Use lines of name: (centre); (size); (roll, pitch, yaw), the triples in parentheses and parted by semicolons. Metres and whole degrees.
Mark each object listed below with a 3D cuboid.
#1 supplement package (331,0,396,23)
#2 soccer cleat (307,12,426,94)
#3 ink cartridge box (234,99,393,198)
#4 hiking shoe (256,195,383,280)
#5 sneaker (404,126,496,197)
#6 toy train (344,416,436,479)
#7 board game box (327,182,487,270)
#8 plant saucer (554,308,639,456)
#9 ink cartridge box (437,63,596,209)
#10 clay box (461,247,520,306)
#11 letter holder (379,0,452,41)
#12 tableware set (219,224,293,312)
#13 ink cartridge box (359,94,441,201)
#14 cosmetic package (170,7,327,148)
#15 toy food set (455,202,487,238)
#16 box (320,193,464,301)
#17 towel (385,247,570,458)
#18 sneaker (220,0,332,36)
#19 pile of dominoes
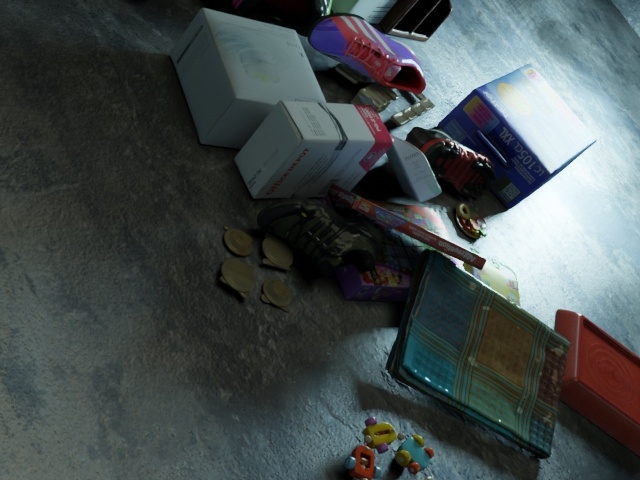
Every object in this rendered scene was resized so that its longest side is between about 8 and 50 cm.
supplement package: (0.102, -0.657, 2.326); (0.149, 0.203, 0.194); (-13, 64, -47)
soccer cleat: (0.110, -0.403, 2.127); (0.318, 0.108, 0.116); (14, 36, -43)
ink cartridge box: (-0.013, -0.164, 1.795); (0.237, 0.172, 0.100); (-4, 57, -44)
hiking shoe: (0.000, 0.000, 1.681); (0.227, 0.086, 0.114); (12, 52, -9)
sneaker: (0.280, -0.178, 2.128); (0.276, 0.097, 0.135); (19, 23, -47)
toy train: (0.105, 0.350, 1.539); (0.166, 0.046, 0.125); (22, 44, -22)
board game box: (0.156, -0.025, 1.775); (0.281, 0.027, 0.145); (25, 2, -20)
plant saucer: (0.598, 0.284, 2.041); (0.258, 0.048, 0.259); (36, 38, -11)
ink cartridge box: (0.461, -0.247, 2.325); (0.270, 0.151, 0.395); (50, 40, 7)
clay box: (0.336, 0.127, 1.941); (0.127, 0.053, 0.222); (27, 41, -21)
letter holder: (0.217, -0.690, 2.450); (0.152, 0.214, 0.301); (0, 56, -42)
tableware set: (-0.106, 0.042, 1.647); (0.141, 0.020, 0.168); (25, 41, -25)
ink cartridge box: (0.156, -0.194, 1.940); (0.181, 0.056, 0.224); (-120, -174, -78)
cosmetic package: (-0.132, -0.293, 1.837); (0.224, 0.138, 0.224); (3, 55, -40)
toy food set: (0.327, -0.040, 2.112); (0.083, 0.020, 0.083); (21, 43, -27)
box: (0.140, 0.020, 1.858); (0.293, 0.057, 0.200); (5, 54, -39)
towel: (0.303, 0.206, 1.793); (0.370, 0.040, 0.271); (31, 56, -19)
sneaker: (-0.172, -0.581, 2.027); (0.483, 0.185, 0.202); (21, 42, -25)
pile of dominoes: (0.140, -0.336, 2.219); (0.196, 0.040, 0.251); (44, 30, 7)
